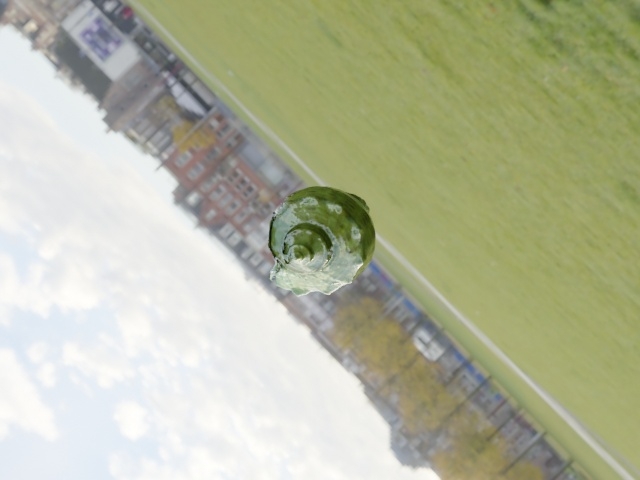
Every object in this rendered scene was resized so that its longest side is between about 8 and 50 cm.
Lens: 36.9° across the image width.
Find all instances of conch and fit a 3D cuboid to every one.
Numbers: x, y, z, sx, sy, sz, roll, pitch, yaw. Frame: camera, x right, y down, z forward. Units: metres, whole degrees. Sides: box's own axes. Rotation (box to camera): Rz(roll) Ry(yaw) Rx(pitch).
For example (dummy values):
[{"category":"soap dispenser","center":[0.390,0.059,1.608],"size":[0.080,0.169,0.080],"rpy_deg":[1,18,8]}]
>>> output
[{"category":"conch","center":[0.000,0.000,0.680],"size":[0.074,0.089,0.121],"rpy_deg":[47,-155,2]}]
